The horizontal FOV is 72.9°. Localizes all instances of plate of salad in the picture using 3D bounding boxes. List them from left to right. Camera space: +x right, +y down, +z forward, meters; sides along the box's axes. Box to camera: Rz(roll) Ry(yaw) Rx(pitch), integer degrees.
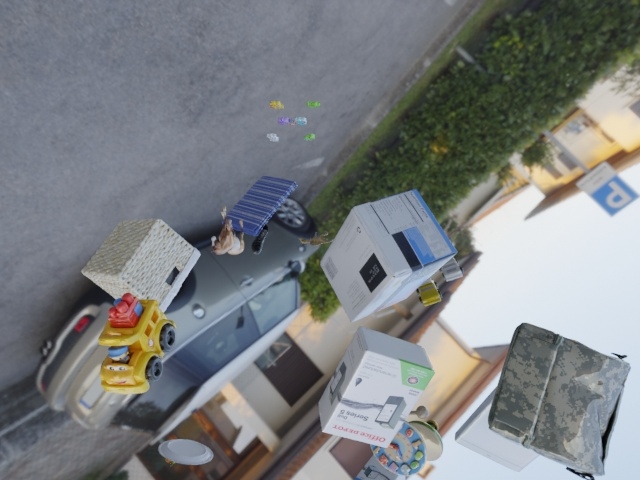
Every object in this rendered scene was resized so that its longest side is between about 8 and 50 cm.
[{"bbox_3d":[-0.495,0.782,1.587,0.200,0.199,0.048,75,29,-83],"label":"plate of salad"}]

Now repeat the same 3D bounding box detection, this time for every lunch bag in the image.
[{"bbox_3d":[0.582,0.386,1.063,0.212,0.256,0.305,36,74,-55],"label":"lunch bag"}]

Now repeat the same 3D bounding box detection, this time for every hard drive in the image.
[{"bbox_3d":[0.611,0.590,1.372,0.047,0.233,0.353,-56,168,-52],"label":"hard drive"}]

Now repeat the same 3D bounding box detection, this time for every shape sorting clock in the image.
[{"bbox_3d":[0.261,0.703,1.476,0.206,0.206,0.040,-46,164,31],"label":"shape sorting clock"}]

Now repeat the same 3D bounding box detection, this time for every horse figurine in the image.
[{"bbox_3d":[-0.335,-0.012,1.614,0.066,0.175,0.263,-8,164,6],"label":"horse figurine"}]

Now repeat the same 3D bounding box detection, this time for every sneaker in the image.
[{"bbox_3d":[-0.278,-0.022,2.007,0.170,0.051,0.089,-83,-161,-47],"label":"sneaker"}]

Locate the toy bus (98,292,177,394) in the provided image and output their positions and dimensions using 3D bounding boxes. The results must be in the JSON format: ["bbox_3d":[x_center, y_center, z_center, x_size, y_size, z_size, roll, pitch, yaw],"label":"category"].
[{"bbox_3d":[-0.488,0.247,1.108,0.220,0.149,0.211,-82,168,-47],"label":"toy bus"}]

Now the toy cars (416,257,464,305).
[{"bbox_3d":[0.560,0.170,2.059,0.176,0.087,0.393,-4,-154,49],"label":"toy cars"}]

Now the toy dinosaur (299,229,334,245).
[{"bbox_3d":[0.000,0.000,1.858,0.183,0.053,0.092,0,-152,32],"label":"toy dinosaur"}]

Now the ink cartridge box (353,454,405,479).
[{"bbox_3d":[0.220,0.920,1.642,0.139,0.082,0.190,6,-160,35],"label":"ink cartridge box"}]

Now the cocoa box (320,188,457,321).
[{"bbox_3d":[0.185,0.053,1.287,0.228,0.231,0.347,-18,158,-25],"label":"cocoa box"}]

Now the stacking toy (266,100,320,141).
[{"bbox_3d":[-0.119,-0.510,1.839,0.052,0.221,0.167,31,64,-71],"label":"stacking toy"}]

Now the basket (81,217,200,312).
[{"bbox_3d":[-0.767,0.102,1.864,0.331,0.266,0.328,2,-126,37],"label":"basket"}]

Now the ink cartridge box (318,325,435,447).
[{"bbox_3d":[0.139,0.388,1.136,0.115,0.198,0.273,-103,-145,-67],"label":"ink cartridge box"}]

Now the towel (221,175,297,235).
[{"bbox_3d":[-0.286,-0.170,2.032,0.336,0.243,0.040,-53,139,-25],"label":"towel"}]

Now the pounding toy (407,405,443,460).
[{"bbox_3d":[0.438,0.804,1.849,0.183,0.237,0.110,-25,-179,39],"label":"pounding toy"}]
